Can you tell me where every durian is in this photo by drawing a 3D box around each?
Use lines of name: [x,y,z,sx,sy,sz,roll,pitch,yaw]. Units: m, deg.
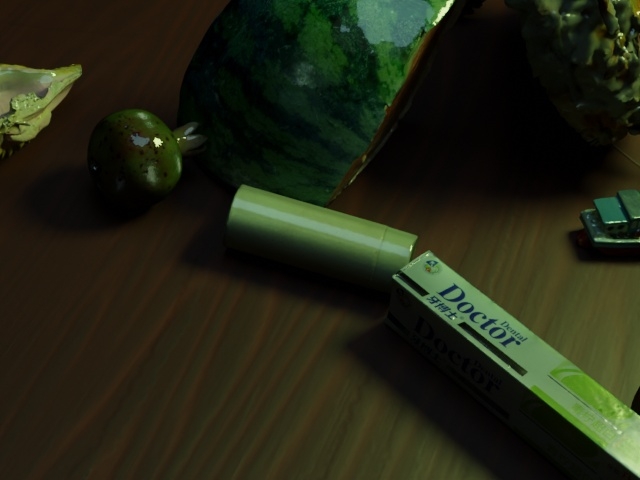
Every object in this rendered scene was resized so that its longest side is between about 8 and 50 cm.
durian: [-0.351,-0.150,1.634,0.140,0.078,0.224,22,33,30]

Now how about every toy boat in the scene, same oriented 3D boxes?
toy boat: [0.381,-0.023,1.641,0.173,0.058,0.069,-3,45,-13]

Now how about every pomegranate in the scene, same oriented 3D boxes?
pomegranate: [-0.190,-0.095,1.579,0.142,0.114,0.114,-20,51,-34]

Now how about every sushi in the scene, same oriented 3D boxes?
sushi: [0.306,-0.306,1.693,0.176,0.417,0.417,-13,42,14]

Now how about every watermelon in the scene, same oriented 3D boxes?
watermelon: [0.028,-0.177,1.593,0.319,0.292,0.222,4,39,-19]

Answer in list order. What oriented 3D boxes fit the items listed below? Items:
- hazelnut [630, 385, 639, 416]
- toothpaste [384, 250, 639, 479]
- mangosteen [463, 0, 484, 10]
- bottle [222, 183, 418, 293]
hazelnut: [0.403,0.154,1.387,0.208,0.208,0.208,5,44,-5]
toothpaste: [0.204,0.143,1.424,0.067,0.081,0.336,-33,58,-31]
mangosteen: [0.189,-0.349,1.929,0.081,0.081,0.081,5,44,-5]
bottle: [0.000,0.000,1.540,0.202,0.072,0.072,16,44,6]
